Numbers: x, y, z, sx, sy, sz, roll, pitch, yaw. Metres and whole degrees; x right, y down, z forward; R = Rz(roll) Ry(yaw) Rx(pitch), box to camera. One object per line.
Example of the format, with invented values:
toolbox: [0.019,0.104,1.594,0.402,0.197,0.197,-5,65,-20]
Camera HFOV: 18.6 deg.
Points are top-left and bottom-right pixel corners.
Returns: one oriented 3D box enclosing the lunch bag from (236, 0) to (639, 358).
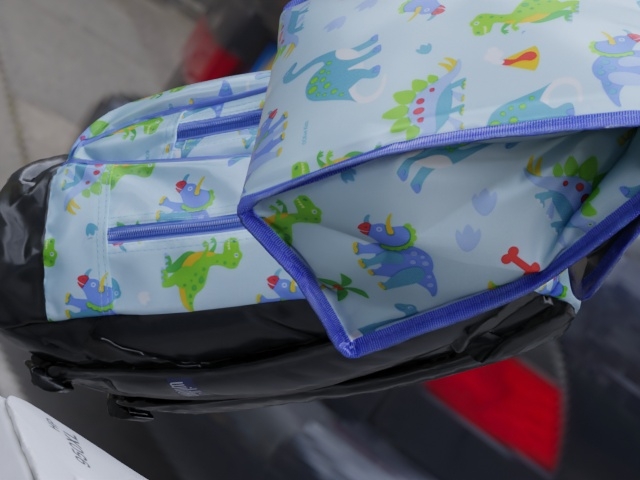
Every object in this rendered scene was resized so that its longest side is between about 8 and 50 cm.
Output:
lunch bag: [0.061,-0.045,0.672,0.096,0.151,0.129,52,28,-32]

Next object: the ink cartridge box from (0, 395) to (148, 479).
ink cartridge box: [-0.208,0.323,1.091,0.166,0.395,0.285,35,5,-25]

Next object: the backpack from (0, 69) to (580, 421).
backpack: [0.000,0.000,1.320,0.355,0.273,0.290,4,-16,29]
